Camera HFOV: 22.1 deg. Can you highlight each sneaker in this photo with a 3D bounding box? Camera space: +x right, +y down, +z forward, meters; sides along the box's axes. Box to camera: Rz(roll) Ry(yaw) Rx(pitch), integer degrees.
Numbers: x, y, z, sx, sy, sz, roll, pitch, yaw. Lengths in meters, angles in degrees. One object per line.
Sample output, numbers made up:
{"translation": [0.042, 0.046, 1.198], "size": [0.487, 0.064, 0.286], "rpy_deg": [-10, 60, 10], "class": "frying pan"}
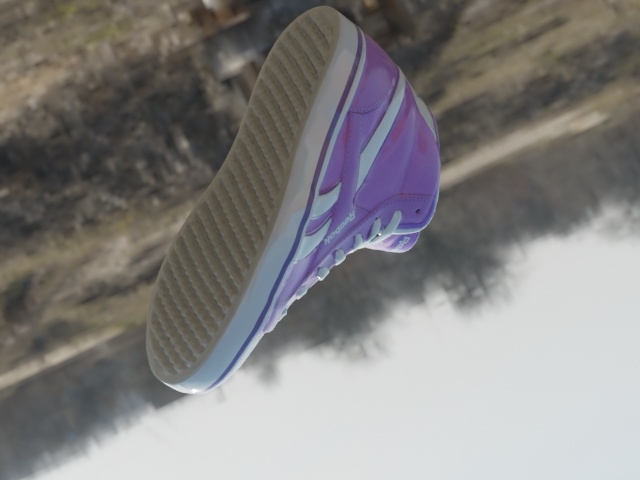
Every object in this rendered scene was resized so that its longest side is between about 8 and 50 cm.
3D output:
{"translation": [0.001, 0.000, 1.107], "size": [0.102, 0.161, 0.282], "rpy_deg": [6, -117, 48], "class": "sneaker"}
